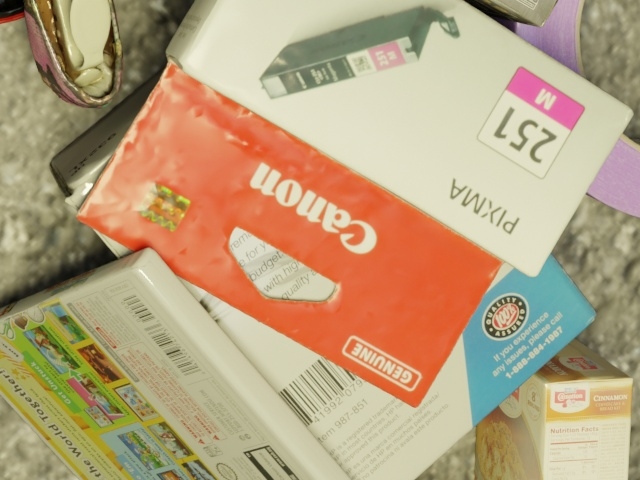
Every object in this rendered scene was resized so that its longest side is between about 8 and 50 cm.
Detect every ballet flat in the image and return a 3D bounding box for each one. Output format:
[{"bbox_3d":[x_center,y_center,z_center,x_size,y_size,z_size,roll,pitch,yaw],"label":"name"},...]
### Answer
[{"bbox_3d":[-0.166,-0.187,1.254,0.077,0.079,0.221,-24,112,-23],"label":"ballet flat"}]

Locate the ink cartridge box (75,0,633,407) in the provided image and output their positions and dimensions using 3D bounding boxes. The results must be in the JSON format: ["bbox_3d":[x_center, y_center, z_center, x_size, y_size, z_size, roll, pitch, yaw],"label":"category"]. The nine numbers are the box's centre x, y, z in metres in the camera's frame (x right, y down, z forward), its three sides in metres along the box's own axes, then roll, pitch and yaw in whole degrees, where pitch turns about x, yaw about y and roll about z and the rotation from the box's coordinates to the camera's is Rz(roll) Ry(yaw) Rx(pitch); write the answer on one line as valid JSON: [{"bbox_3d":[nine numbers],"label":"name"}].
[{"bbox_3d":[0.022,-0.049,1.241,0.275,0.060,0.239,30,90,-19],"label":"ink cartridge box"}]

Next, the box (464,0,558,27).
[{"bbox_3d":[0.032,-0.221,1.276,0.231,0.183,0.056,27,92,-18],"label":"box"}]

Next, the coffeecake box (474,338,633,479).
[{"bbox_3d":[0.163,0.169,1.418,0.068,0.142,0.185,-2,102,-14],"label":"coffeecake box"}]

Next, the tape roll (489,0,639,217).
[{"bbox_3d":[0.252,-0.154,1.400,0.275,0.090,0.274,-3,103,-14],"label":"tape roll"}]

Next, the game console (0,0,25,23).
[{"bbox_3d":[-0.345,-0.323,1.227,0.342,0.060,0.386,-4,104,-21],"label":"game console"}]

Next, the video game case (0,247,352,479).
[{"bbox_3d":[-0.111,0.117,1.320,0.227,0.206,0.026,50,46,-19],"label":"video game case"}]

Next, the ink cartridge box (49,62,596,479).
[{"bbox_3d":[0.000,0.000,1.344,0.223,0.129,0.307,-41,108,-3],"label":"ink cartridge box"}]
